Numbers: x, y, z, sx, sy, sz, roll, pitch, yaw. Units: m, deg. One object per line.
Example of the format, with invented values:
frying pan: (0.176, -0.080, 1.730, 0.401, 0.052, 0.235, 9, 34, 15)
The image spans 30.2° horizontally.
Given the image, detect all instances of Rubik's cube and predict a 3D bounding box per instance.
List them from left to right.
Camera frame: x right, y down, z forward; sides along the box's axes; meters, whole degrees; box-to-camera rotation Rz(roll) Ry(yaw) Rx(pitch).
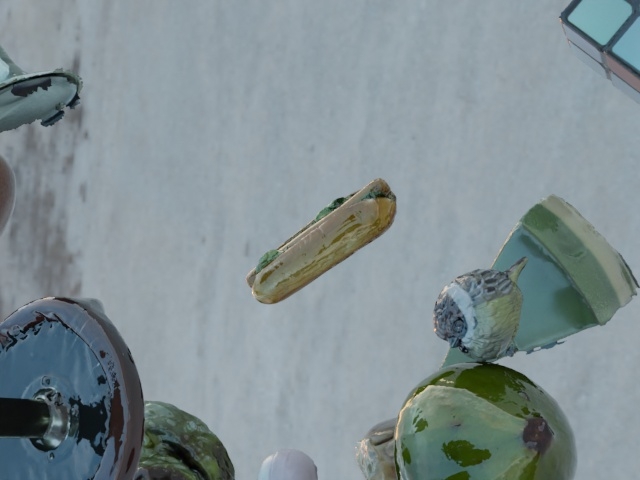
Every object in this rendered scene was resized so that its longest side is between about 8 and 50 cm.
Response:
Rubik's cube: (0.490, -0.328, 1.791, 0.180, 0.167, 0.183, 44, 97, 19)

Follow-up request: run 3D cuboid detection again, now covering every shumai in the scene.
shumai: (-0.311, 0.477, 2.142, 0.304, 0.309, 0.263, -55, -4, 12)

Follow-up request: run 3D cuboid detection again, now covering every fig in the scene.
fig: (0.189, 0.219, 1.282, 0.225, 0.203, 0.203, 131, 140, -60)

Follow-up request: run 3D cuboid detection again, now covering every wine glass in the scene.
wine glass: (-0.363, -0.259, 1.195, 0.321, 0.143, 0.143, 64, 152, 11)

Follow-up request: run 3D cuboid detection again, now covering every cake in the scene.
cake: (0.252, 0.063, 1.608, 0.284, 0.158, 0.172, -27, 89, 38)

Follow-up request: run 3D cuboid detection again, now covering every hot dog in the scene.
hot dog: (0.000, 0.000, 1.637, 0.249, 0.068, 0.100, -35, 17, 17)

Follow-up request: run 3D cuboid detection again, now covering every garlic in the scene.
garlic: (0.252, 0.393, 2.411, 0.340, 0.246, 0.231, -33, 28, 7)

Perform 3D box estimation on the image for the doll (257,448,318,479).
doll: (-0.042, 0.427, 1.948, 0.365, 0.094, 0.160, 58, -143, -75)

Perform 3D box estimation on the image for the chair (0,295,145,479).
chair: (-0.305, 0.137, 0.944, 0.227, 0.401, 0.226, -6, 79, 34)

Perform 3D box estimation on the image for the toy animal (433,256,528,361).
toy animal: (0.177, 0.065, 1.308, 0.098, 0.098, 0.137, -44, 22, 61)

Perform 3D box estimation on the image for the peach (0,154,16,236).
peach: (-0.530, -0.061, 1.551, 0.252, 0.252, 0.252, -175, 90, -70)
